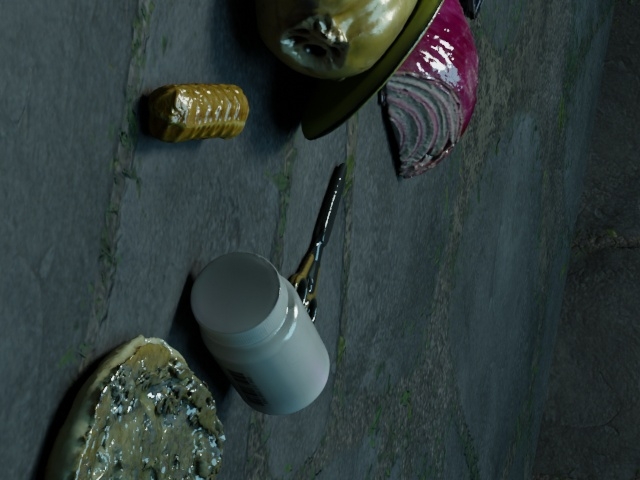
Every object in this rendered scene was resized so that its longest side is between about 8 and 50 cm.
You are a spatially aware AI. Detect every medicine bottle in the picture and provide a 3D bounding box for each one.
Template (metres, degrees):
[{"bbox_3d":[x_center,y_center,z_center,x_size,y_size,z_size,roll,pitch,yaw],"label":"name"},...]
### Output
[{"bbox_3d":[-0.059,0.092,1.396,0.186,0.103,0.102,64,37,-58],"label":"medicine bottle"}]

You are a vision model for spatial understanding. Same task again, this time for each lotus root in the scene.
[{"bbox_3d":[0.033,-0.300,1.455,0.169,0.151,0.342,64,33,-36],"label":"lotus root"}]

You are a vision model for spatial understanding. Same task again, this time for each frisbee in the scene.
[{"bbox_3d":[0.056,-0.203,1.524,0.236,0.017,0.236,-47,-165,17],"label":"frisbee"}]

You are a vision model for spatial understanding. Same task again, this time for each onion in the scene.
[{"bbox_3d":[0.169,-0.237,1.950,0.250,0.111,0.247,70,34,-51],"label":"onion"}]

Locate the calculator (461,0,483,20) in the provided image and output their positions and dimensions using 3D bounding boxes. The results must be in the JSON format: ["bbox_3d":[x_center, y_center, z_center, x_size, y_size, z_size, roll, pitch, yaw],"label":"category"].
[{"bbox_3d":[0.242,-0.491,2.192,0.165,0.028,0.274,-64,153,-45],"label":"calculator"}]

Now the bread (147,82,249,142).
[{"bbox_3d":[-0.108,-0.114,1.265,0.157,0.044,0.052,-16,118,-69],"label":"bread"}]

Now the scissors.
[{"bbox_3d":[0.000,0.000,1.674,0.088,0.017,0.220,63,38,-54],"label":"scissors"}]

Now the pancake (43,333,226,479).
[{"bbox_3d":[-0.158,0.213,1.229,0.282,0.049,0.282,7,90,-71],"label":"pancake"}]
